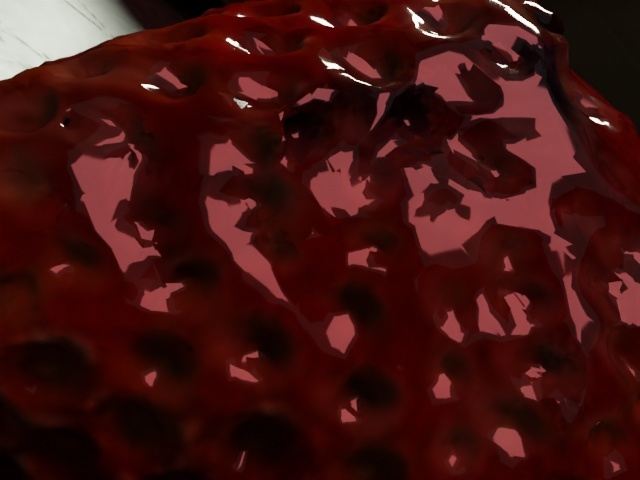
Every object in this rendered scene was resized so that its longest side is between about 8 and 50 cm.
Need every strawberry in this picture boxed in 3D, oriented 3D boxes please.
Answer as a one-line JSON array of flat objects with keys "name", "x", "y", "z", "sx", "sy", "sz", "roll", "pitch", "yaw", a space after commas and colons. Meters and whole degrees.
[{"name": "strawberry", "x": 0.009, "y": -0.009, "z": 0.559, "sx": 0.280, "sy": 0.150, "sz": 0.253, "roll": 32, "pitch": 45, "yaw": -14}]

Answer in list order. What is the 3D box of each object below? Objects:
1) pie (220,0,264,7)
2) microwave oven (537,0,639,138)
[{"name": "pie", "x": -0.024, "y": -0.179, "z": 0.964, "sx": 0.273, "sy": 0.069, "sz": 0.273, "roll": 34, "pitch": 31, "yaw": -23}, {"name": "microwave oven", "x": 0.238, "y": -0.217, "z": 1.076, "sx": 0.394, "sy": 0.333, "sz": 0.247, "roll": 36, "pitch": 28, "yaw": -54}]
